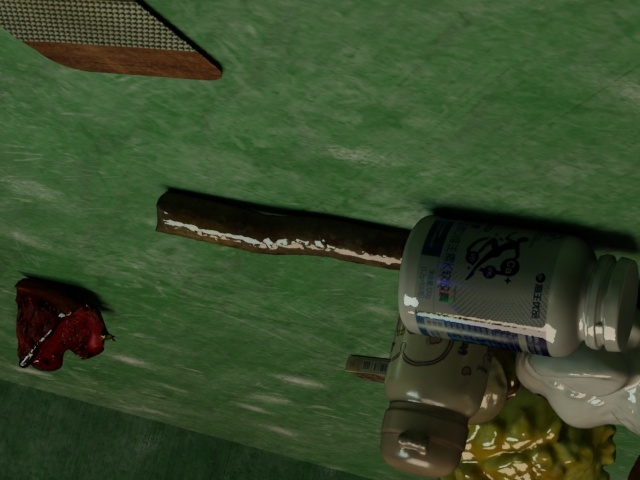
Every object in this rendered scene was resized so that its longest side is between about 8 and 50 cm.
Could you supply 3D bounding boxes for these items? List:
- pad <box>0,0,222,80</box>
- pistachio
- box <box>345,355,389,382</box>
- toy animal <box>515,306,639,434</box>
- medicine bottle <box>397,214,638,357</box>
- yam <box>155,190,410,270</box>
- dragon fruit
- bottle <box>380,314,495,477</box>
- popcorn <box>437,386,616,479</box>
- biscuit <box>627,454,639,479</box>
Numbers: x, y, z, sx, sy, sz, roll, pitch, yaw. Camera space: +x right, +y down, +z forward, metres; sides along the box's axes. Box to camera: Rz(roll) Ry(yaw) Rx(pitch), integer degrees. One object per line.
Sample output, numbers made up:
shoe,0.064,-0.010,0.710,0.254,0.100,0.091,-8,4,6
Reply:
pad,-0.262,-0.149,1.257,0.323,0.055,0.250,-13,156,24
pistachio,0.170,0.156,1.986,0.113,0.113,0.149,24,148,-37
box,0.081,0.173,2.289,0.083,0.024,0.053,1,161,39
toy animal,0.330,0.138,1.599,0.357,0.194,0.258,15,179,33
medicine bottle,0.170,0.042,1.486,0.191,0.107,0.107,8,166,21
yam,0.000,0.000,1.626,0.326,0.045,0.045,10,-174,15
dragon fruit,-0.334,0.127,2.343,0.092,0.122,0.192,-6,159,15
bottle,0.113,0.121,1.646,0.097,0.209,0.110,10,167,17
popcorn,0.238,0.266,2.147,0.266,0.192,0.233,-18,144,34
biscuit,0.443,0.255,1.618,0.317,0.040,0.318,-1,-157,1
